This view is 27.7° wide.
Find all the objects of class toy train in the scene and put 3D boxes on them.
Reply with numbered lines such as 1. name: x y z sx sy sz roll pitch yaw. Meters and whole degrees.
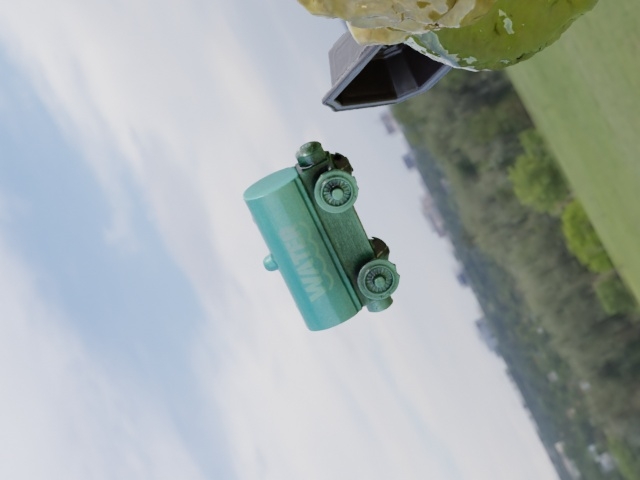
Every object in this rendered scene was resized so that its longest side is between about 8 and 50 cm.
1. toy train: 0.000 0.000 1.658 0.101 0.159 0.248 -118 3 -69

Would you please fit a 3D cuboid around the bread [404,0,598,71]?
1. bread: 0.134 -0.365 1.394 0.348 0.348 0.308 55 180 -39

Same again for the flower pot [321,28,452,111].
1. flower pot: 0.102 -0.270 1.781 0.251 0.178 0.084 -42 62 59

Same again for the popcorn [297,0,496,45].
1. popcorn: 0.059 -0.280 1.099 0.190 0.250 0.250 76 171 -64
